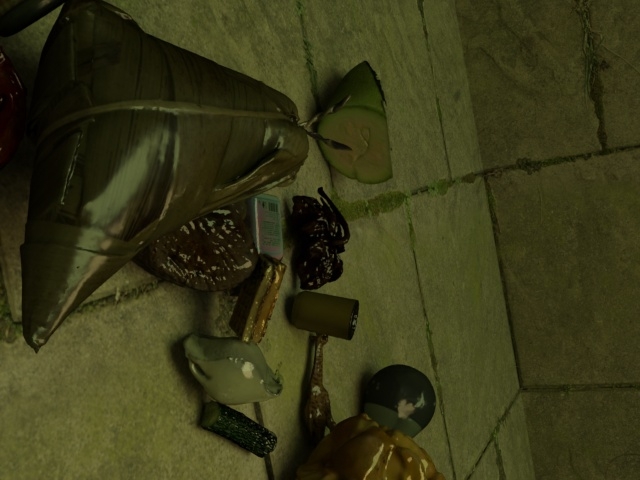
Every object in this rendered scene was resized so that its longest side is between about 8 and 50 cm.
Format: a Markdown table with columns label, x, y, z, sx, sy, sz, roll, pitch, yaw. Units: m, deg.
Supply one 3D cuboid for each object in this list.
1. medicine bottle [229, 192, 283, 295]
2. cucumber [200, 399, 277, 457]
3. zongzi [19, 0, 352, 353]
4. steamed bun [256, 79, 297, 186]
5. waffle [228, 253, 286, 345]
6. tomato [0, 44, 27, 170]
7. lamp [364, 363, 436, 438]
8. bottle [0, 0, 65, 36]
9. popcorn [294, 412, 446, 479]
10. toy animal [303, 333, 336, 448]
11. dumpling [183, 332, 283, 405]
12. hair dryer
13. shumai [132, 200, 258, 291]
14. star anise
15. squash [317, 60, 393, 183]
| label | x | y | z | sx | sy | sz | roll | pitch | yaw |
| --- | --- | --- | --- | --- | --- | --- | --- | --- | --- |
| medicine bottle | -0.138 | 0.010 | 1.324 | 0.094 | 0.119 | 0.188 | 8 | 76 | -56 |
| cucumber | -0.149 | 0.346 | 1.284 | 0.187 | 0.058 | 0.058 | 46 | 45 | -45 |
| zongzi | -0.176 | -0.045 | 1.009 | 0.500 | 0.218 | 0.467 | 14 | 66 | -39 |
| steamed bun | -0.137 | -0.193 | 1.393 | 0.212 | 0.110 | 0.231 | -64 | 137 | -71 |
| waffle | -0.110 | 0.099 | 1.221 | 0.042 | 0.102 | 0.148 | 18 | 95 | -22 |
| tomato | -0.455 | -0.167 | 0.824 | 0.228 | 0.101 | 0.228 | -8 | 90 | -71 |
| lamp | 0.160 | 0.449 | 1.747 | 0.314 | 0.182 | 0.182 | -44 | 125 | -27 |
| bottle | -0.438 | -0.397 | 0.866 | 0.271 | 0.143 | 0.156 | 57 | 12 | -25 |
| popcorn | 0.118 | 0.538 | 1.403 | 0.349 | 0.382 | 0.349 | 7 | 80 | -40 |
| toy animal | -0.001 | 0.344 | 1.562 | 0.149 | 0.054 | 0.275 | -9 | 90 | -64 |
| dumpling | -0.159 | 0.214 | 1.241 | 0.181 | 0.111 | 0.155 | 60 | 2 | -19 |
| hair dryer | 0.030 | 0.174 | 1.615 | 0.279 | 0.135 | 0.090 | 33 | 67 | -76 |
| shumai | -0.223 | -0.019 | 1.184 | 0.218 | 0.184 | 0.185 | 6 | 32 | -34 |
| star anise | 0.000 | 0.000 | 1.582 | 0.190 | 0.126 | 0.220 | -31 | 113 | -56 |
| squash | 0.129 | -0.330 | 1.817 | 0.309 | 0.210 | 0.233 | -59 | 147 | -43 |
